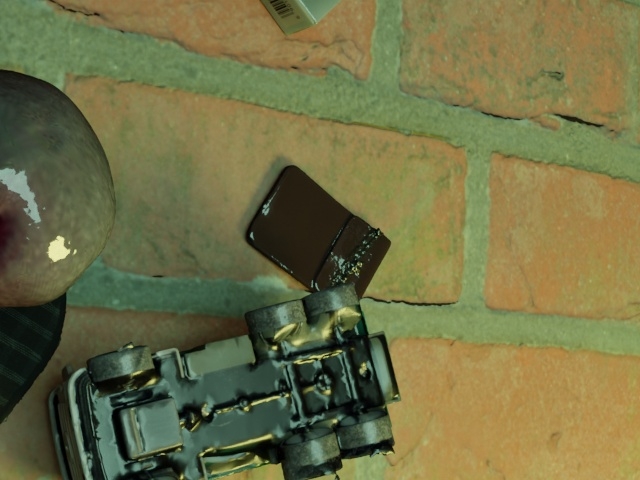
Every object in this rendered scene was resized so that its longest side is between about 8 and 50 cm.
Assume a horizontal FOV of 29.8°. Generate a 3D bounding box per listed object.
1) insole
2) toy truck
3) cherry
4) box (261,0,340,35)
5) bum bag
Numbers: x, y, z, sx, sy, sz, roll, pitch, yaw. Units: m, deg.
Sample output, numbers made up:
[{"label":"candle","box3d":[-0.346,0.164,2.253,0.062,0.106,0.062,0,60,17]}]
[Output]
[{"label":"insole","box3d":[-0.297,0.102,1.043,0.110,0.012,0.309,34,42,-12]},{"label":"toy truck","box3d":[-0.080,0.161,1.162,0.363,0.178,0.176,-11,83,-33]},{"label":"cherry","box3d":[-0.281,-0.046,1.036,0.213,0.183,0.266,44,38,-18]},{"label":"box","box3d":[-0.046,-0.365,1.292,0.155,0.067,0.243,-47,111,-28]},{"label":"bum bag","box3d":[0.000,0.000,1.317,0.159,0.026,0.109,38,68,-24]}]
